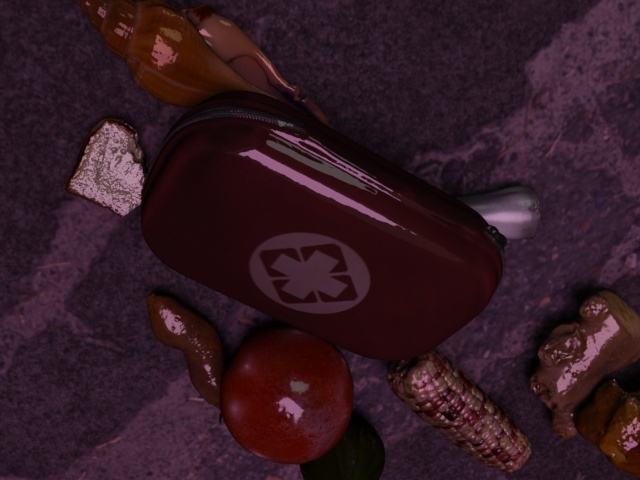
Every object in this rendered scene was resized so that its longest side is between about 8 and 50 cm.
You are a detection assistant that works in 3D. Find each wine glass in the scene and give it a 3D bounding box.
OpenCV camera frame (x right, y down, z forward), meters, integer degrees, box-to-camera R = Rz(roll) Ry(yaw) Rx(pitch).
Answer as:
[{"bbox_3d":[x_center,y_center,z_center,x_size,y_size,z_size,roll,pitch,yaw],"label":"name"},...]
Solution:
[{"bbox_3d":[0.185,-0.031,0.930,0.156,0.072,0.072,-3,109,-8],"label":"wine glass"}]

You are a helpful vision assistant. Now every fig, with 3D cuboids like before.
[{"bbox_3d":[0.028,0.286,0.960,0.117,0.177,0.117,0,93,1],"label":"fig"}]

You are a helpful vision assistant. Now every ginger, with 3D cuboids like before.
[{"bbox_3d":[0.348,0.169,1.023,0.138,0.074,0.213,24,110,-16],"label":"ginger"}]

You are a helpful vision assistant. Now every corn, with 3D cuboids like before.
[{"bbox_3d":[0.193,0.234,1.013,0.086,0.086,0.253,-45,110,8],"label":"corn"}]

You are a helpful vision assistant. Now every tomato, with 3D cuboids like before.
[{"bbox_3d":[-0.038,0.191,0.918,0.168,0.167,0.167,-3,109,-8],"label":"tomato"}]

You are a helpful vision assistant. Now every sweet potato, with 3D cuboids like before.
[{"bbox_3d":[-0.146,0.147,0.949,0.065,0.051,0.218,-32,111,-1],"label":"sweet potato"}]

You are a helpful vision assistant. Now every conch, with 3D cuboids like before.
[{"bbox_3d":[-0.118,-0.177,0.825,0.330,0.109,0.093,29,136,-34],"label":"conch"}]

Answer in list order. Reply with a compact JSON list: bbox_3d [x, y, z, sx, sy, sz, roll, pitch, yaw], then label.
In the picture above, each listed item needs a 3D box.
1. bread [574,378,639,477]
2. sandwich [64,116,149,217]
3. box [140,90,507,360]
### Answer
[{"bbox_3d":[0.529,0.268,1.037,0.381,0.109,0.185,27,106,-26],"label":"bread"},{"bbox_3d":[-0.232,-0.085,0.864,0.093,0.035,0.104,21,103,-14],"label":"sandwich"},{"bbox_3d":[0.000,0.000,0.844,0.404,0.108,0.263,26,135,-15],"label":"box"}]
